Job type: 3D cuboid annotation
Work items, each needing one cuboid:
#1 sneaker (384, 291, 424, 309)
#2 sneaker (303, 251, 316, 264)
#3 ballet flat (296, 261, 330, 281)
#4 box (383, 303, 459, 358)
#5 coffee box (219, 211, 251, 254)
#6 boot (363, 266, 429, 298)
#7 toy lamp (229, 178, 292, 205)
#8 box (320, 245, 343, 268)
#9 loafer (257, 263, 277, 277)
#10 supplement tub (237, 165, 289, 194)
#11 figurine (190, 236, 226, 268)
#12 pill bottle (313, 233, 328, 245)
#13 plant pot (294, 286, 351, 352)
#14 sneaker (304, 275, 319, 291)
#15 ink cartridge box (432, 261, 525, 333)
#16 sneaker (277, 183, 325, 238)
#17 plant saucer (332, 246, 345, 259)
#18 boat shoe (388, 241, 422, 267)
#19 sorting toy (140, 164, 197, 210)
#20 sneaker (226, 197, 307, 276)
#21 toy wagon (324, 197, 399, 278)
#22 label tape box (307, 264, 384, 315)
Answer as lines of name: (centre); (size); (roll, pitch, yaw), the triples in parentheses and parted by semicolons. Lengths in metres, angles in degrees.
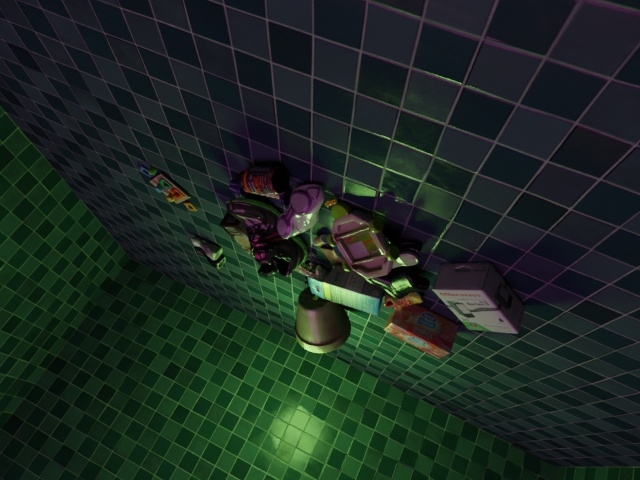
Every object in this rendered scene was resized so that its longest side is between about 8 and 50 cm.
sneaker: (0.373, 0.275, 1.950); (0.208, 0.094, 0.081); (-8, 136, 49)
sneaker: (-0.069, 0.092, 2.087); (0.038, 0.069, 0.098); (41, 152, -24)
ballet flat: (-0.042, 0.144, 2.149); (0.240, 0.091, 0.077); (23, 132, 3)
box: (0.475, 0.411, 2.036); (0.299, 0.154, 0.142); (28, 154, 5)
coffee box: (-0.356, -0.035, 2.106); (0.141, 0.098, 0.247); (4, 145, 41)
boot: (0.305, 0.139, 1.771); (0.246, 0.094, 0.207); (37, 150, -7)
toy lamp: (-0.245, -0.199, 1.720); (0.274, 0.080, 0.080); (13, 151, 24)
box: (0.109, 0.096, 1.970); (0.164, 0.021, 0.201); (7, 147, 37)
loafer: (-0.290, 0.177, 2.471); (0.078, 0.076, 0.223); (33, 160, -21)
supplement tub: (-0.218, -0.225, 1.608); (0.197, 0.106, 0.106); (7, 147, 38)
figurine: (-0.708, 0.064, 2.673); (0.209, 0.092, 0.215); (28, 154, 11)
pill bottle: (0.000, 0.000, 1.876); (0.043, 0.043, 0.083); (37, 154, -17)
plant pot: (-0.007, 0.407, 2.391); (0.322, 0.323, 0.281); (13, 134, 30)
sneaker: (0.028, 0.237, 2.220); (0.255, 0.094, 0.151); (15, 158, 31)
ink cartridge box: (0.582, 0.213, 1.590); (0.289, 0.122, 0.211); (43, 150, -27)
sneaker: (-0.055, -0.122, 1.658); (0.305, 0.152, 0.114); (-45, 66, 46)
plant saucer: (0.107, 0.036, 1.833); (0.119, 0.021, 0.120); (23, 138, 22)
boat shoe: (0.275, 0.048, 1.648); (0.095, 0.079, 0.254); (43, 149, -24)
sorting toy: (-0.768, -0.251, 2.184); (0.347, 0.047, 0.195); (43, 151, -28)
sneaker: (-0.238, -0.010, 1.913); (0.185, 0.202, 0.483); (-2, 142, 46)
toy wagon: (0.138, -0.016, 1.608); (0.267, 0.068, 0.345); (-20, 104, 52)
label tape box: (0.126, 0.222, 2.038); (0.347, 0.115, 0.249); (17, 156, 13)
